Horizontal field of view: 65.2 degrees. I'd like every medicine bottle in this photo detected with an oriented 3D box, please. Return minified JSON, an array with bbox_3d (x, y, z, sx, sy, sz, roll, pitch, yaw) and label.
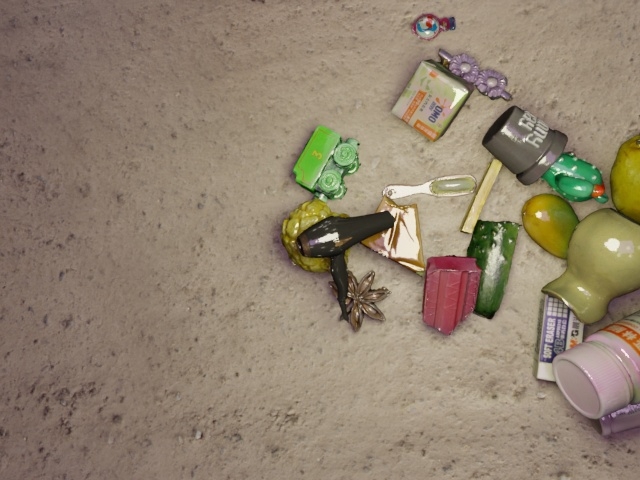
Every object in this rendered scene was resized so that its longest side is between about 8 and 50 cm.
[{"bbox_3d":[0.890,0.340,1.435,0.388,0.219,0.219,-22,84,-8],"label":"medicine bottle"},{"bbox_3d":[0.944,0.493,1.508,0.249,0.133,0.133,-18,85,9],"label":"medicine bottle"}]

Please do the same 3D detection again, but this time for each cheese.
[{"bbox_3d":[0.383,-0.724,1.693,0.145,0.038,0.095,-4,87,10],"label":"cheese"}]

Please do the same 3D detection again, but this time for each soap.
[{"bbox_3d":[0.399,0.176,1.568,0.162,0.099,0.250,1,118,1],"label":"soap"},{"bbox_3d":[0.360,-0.450,1.607,0.182,0.138,0.199,36,119,8],"label":"soap"},{"bbox_3d":[0.518,-0.140,1.621,0.037,0.092,0.252,23,92,7],"label":"soap"}]

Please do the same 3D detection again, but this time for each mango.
[{"bbox_3d":[0.741,-0.036,1.576,0.156,0.114,0.251,-42,98,-14],"label":"mango"}]

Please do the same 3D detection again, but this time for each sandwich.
[{"bbox_3d":[0.272,-0.023,1.622,0.227,0.155,0.198,29,92,9],"label":"sandwich"}]

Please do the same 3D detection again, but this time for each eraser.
[{"bbox_3d":[0.749,0.299,1.572,0.124,0.081,0.279,6,88,9],"label":"eraser"}]

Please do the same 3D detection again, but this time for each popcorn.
[{"bbox_3d":[0.000,0.000,1.632,0.251,0.206,0.237,38,107,15],"label":"popcorn"}]

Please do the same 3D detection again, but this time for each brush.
[{"bbox_3d":[0.360,-0.177,1.664,0.312,0.067,0.072,-4,88,11],"label":"brush"}]

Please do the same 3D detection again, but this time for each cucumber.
[{"bbox_3d":[0.539,0.091,1.607,0.145,0.105,0.326,12,92,9],"label":"cucumber"}]

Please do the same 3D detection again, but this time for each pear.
[{"bbox_3d":[1.002,-0.167,1.473,0.269,0.269,0.321,-42,101,5],"label":"pear"}]

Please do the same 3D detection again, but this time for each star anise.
[{"bbox_3d":[0.141,0.190,1.676,0.196,0.073,0.212,-16,88,11],"label":"star anise"}]

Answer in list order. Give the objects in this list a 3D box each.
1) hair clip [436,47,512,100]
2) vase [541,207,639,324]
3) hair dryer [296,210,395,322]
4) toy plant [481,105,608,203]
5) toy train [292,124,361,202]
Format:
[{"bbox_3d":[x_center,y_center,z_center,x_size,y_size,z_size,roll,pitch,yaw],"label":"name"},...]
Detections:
[{"bbox_3d":[0.506,-0.538,1.649,0.292,0.084,0.106,30,68,6],"label":"hair clip"},{"bbox_3d":[0.839,0.077,1.463,0.241,0.329,0.302,43,115,37],"label":"vase"},{"bbox_3d":[0.091,0.085,1.531,0.303,0.120,0.360,-16,114,-20],"label":"hair dryer"},{"bbox_3d":[0.691,-0.229,1.501,0.400,0.279,0.185,35,101,-3],"label":"toy plant"},{"bbox_3d":[0.021,-0.253,1.688,0.188,0.132,0.243,29,90,14],"label":"toy train"}]
